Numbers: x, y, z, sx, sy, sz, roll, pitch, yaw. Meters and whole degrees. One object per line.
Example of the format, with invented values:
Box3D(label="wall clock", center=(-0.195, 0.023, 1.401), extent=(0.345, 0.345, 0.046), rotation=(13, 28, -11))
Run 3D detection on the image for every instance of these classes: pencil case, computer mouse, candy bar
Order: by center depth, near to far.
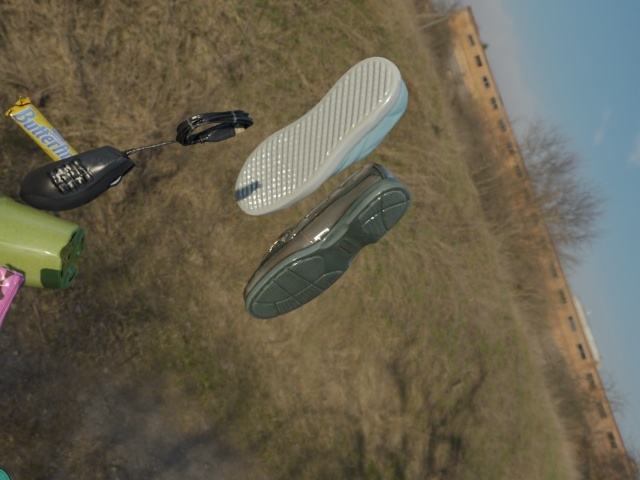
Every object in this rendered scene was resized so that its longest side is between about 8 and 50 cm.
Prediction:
Box3D(label="computer mouse", center=(-0.179, -0.079, 0.591), extent=(0.071, 0.242, 0.041), rotation=(125, -58, -77))
Box3D(label="candy bar", center=(-0.376, -0.134, 0.823), extent=(0.018, 0.040, 0.161), rotation=(36, -16, 44))
Box3D(label="pencil case", center=(-0.658, 0.145, 1.143), extent=(0.095, 0.098, 0.209), rotation=(47, 41, -45))

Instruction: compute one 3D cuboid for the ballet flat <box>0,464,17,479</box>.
Box3D(label="ballet flat", center=(-0.581, 0.429, 1.037), extent=(0.074, 0.203, 0.074), rotation=(-42, 143, -41))

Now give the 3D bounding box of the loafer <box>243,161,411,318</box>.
Box3D(label="loafer", center=(0.000, 0.000, 0.790), extent=(0.096, 0.267, 0.084), rotation=(44, 10, -46))

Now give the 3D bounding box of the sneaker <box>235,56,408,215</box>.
Box3D(label="sneaker", center=(0.015, -0.158, 1.049), extent=(0.135, 0.366, 0.150), rotation=(60, 16, 24))

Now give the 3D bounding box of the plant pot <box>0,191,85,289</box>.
Box3D(label="plant pot", center=(-0.787, 0.020, 1.556), extent=(0.276, 0.254, 0.276), rotation=(-166, -90, -84))
